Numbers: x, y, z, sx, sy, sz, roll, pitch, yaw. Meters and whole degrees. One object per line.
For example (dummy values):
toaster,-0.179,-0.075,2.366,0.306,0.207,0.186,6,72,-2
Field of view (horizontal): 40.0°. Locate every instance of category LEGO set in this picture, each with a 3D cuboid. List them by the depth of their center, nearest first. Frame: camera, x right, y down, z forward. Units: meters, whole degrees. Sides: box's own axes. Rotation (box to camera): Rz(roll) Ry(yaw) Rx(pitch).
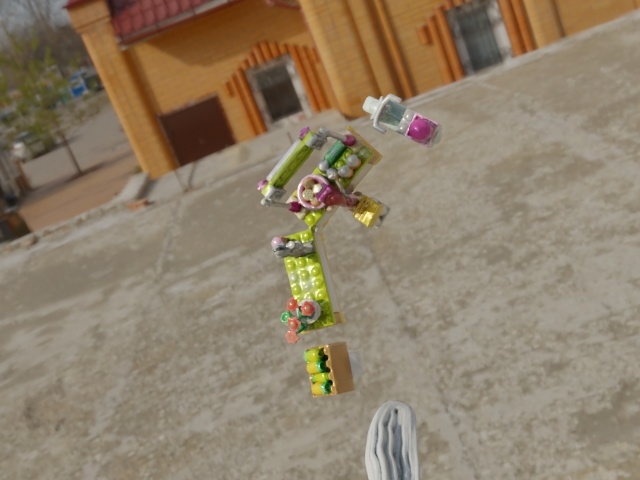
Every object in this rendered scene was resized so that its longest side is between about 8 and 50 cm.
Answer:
LEGO set,0.000,0.000,0.791,0.132,0.287,0.107,21,6,22

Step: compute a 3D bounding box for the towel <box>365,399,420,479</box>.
towel,0.029,0.267,0.549,0.034,0.285,0.209,6,28,1
